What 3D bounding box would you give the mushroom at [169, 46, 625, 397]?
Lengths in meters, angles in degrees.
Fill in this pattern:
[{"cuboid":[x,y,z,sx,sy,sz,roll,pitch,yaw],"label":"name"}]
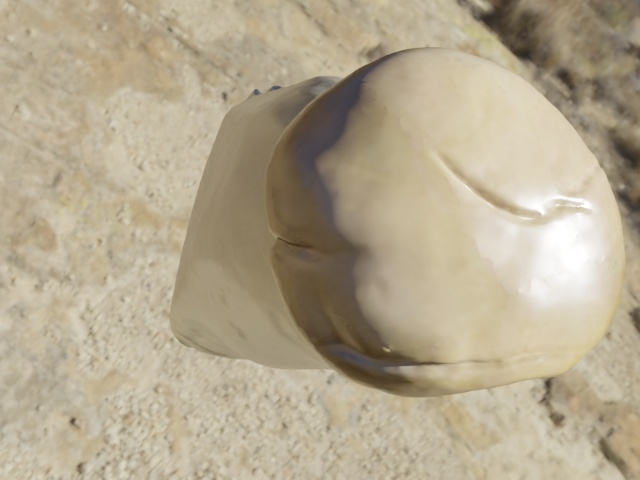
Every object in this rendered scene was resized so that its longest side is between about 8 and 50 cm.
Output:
[{"cuboid":[0.004,-0.008,0.544,0.138,0.407,0.154,32,79,-13],"label":"mushroom"}]
